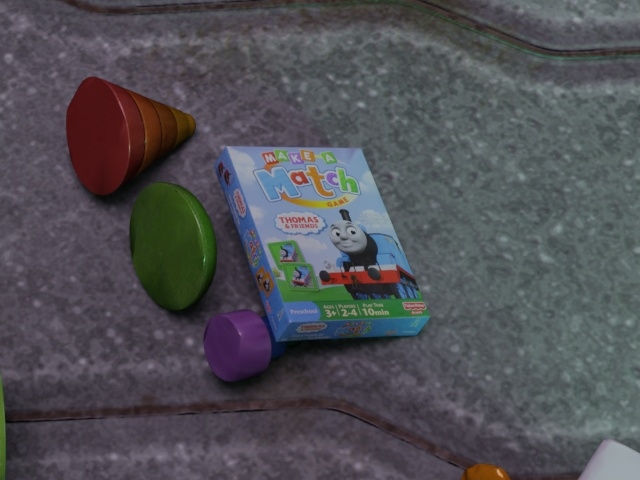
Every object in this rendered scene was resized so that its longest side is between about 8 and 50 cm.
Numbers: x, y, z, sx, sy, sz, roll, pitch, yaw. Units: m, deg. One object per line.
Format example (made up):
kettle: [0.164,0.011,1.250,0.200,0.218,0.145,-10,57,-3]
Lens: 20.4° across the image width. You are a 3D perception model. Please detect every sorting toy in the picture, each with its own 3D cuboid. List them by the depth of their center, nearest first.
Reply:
sorting toy: [-0.120,-0.021,1.789,0.126,0.127,0.365,-12,57,-39]

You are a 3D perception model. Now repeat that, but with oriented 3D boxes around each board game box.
board game box: [0.000,0.000,1.749,0.160,0.039,0.211,-1,53,-31]

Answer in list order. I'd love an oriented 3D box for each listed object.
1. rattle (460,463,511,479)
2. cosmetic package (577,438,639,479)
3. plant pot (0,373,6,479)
rattle: [0.075,0.289,1.555,0.199,0.143,0.130,-17,78,-15]
cosmetic package: [0.179,0.411,1.420,0.161,0.230,0.453,28,63,19]
plant pot: [-0.436,0.177,1.593,0.293,0.275,0.275,-1,58,-16]
